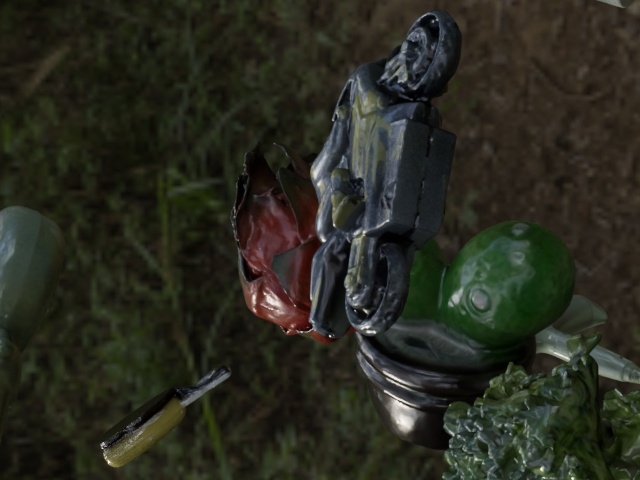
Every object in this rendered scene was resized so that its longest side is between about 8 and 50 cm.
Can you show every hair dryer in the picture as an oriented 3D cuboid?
[{"bbox_3d":[0.350,0.132,1.916,0.237,0.206,0.075,26,114,40],"label":"hair dryer"}]

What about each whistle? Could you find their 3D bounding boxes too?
[{"bbox_3d":[-0.233,0.070,1.097,0.126,0.067,0.258,-52,23,37],"label":"whistle"}]

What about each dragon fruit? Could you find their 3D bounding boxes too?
[{"bbox_3d":[-0.005,0.003,1.087,0.142,0.121,0.130,51,150,29],"label":"dragon fruit"}]

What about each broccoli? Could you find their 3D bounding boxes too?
[{"bbox_3d":[0.288,0.221,1.243,0.338,0.317,0.277,56,163,14],"label":"broccoli"}]

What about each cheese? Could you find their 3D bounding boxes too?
[{"bbox_3d":[-0.166,0.184,1.660,0.036,0.162,0.086,54,179,-7],"label":"cheese"}]

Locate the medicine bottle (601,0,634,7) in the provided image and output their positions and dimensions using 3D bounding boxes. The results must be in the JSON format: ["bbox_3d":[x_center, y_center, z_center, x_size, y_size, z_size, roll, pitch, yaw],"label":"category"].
[{"bbox_3d":[0.141,-0.229,1.067,0.183,0.086,0.086,23,118,22],"label":"medicine bottle"}]

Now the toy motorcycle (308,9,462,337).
[{"bbox_3d":[0.031,-0.037,0.892,0.124,0.061,0.193,-1,75,64],"label":"toy motorcycle"}]

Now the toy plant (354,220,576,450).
[{"bbox_3d":[0.129,0.078,1.457,0.175,0.218,0.235,-48,-34,-56],"label":"toy plant"}]
